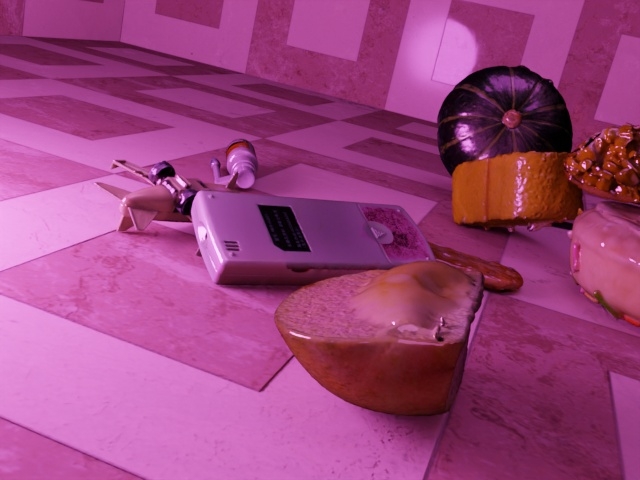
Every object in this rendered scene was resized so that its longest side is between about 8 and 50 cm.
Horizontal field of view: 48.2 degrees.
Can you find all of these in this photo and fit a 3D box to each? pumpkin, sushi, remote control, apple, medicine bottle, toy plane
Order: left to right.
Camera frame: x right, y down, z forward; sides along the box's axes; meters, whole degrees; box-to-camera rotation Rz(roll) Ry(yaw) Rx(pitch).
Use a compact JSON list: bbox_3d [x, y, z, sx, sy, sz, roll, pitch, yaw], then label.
[{"bbox_3d":[-0.196,-0.058,1.040,0.229,0.092,0.244,41,33,27],"label":"toy plane"},{"bbox_3d":[-0.167,-0.145,1.391,0.092,0.061,0.220,-14,21,-4],"label":"medicine bottle"},{"bbox_3d":[0.000,0.001,0.989,0.344,0.050,0.145,4,42,-29],"label":"remote control"},{"bbox_3d":[0.057,0.094,0.703,0.193,0.120,0.265,4,12,15],"label":"apple"},{"bbox_3d":[0.428,-0.249,1.678,0.323,0.323,0.241,12,-6,-3],"label":"pumpkin"},{"bbox_3d":[0.571,-0.125,1.211,0.296,0.166,0.179,20,-12,10],"label":"sushi"}]

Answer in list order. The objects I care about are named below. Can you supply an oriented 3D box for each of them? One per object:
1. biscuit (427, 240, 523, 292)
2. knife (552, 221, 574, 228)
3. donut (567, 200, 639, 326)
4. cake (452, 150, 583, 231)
[{"bbox_3d":[0.203,0.028,1.145,0.247,0.029,0.118,18,18,16],"label":"biscuit"},{"bbox_3d":[0.487,-0.052,1.622,0.245,0.019,0.072,12,13,-11],"label":"knife"},{"bbox_3d":[0.544,0.045,1.131,0.307,0.150,0.371,17,17,11],"label":"donut"},{"bbox_3d":[0.381,-0.093,1.380,0.179,0.156,0.260,3,-1,-26],"label":"cake"}]
